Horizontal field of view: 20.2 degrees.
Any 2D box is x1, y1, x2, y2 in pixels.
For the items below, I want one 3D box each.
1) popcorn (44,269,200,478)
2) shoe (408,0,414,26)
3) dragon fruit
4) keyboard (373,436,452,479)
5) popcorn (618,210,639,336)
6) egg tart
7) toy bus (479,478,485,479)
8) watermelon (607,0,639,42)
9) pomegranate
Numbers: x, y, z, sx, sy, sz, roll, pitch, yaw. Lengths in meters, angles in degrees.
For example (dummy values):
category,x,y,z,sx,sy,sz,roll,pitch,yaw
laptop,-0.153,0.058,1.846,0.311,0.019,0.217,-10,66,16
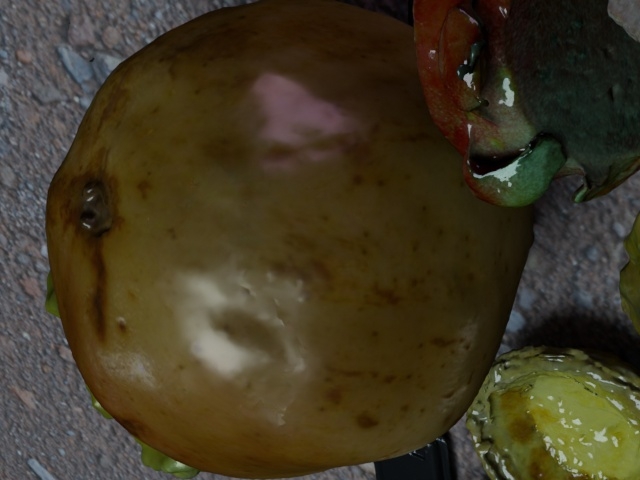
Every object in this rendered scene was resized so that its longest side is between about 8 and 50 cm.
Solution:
category,x,y,z,sx,sy,sz,roll,pitch,yaw
popcorn,-0.111,0.085,1.648,0.242,0.235,0.250,-4,106,44
shoe,0.098,-0.168,1.387,0.062,0.053,0.159,14,136,34
dragon fruit,0.174,-0.159,1.187,0.268,0.295,0.130,48,167,-30
keyboard,0.100,0.268,1.806,0.094,0.025,0.230,17,135,29
popcorn,0.318,0.036,1.278,0.250,0.190,0.250,156,90,-83
egg tart,0.228,0.160,1.552,0.212,0.090,0.212,21,138,20
toy bus,0.225,0.339,1.660,0.276,0.165,0.133,18,140,25
watermelon,0.311,-0.154,1.097,0.264,0.302,0.151,39,176,-23
pomegranate,0.000,0.000,1.388,0.410,0.410,0.410,22,137,22
